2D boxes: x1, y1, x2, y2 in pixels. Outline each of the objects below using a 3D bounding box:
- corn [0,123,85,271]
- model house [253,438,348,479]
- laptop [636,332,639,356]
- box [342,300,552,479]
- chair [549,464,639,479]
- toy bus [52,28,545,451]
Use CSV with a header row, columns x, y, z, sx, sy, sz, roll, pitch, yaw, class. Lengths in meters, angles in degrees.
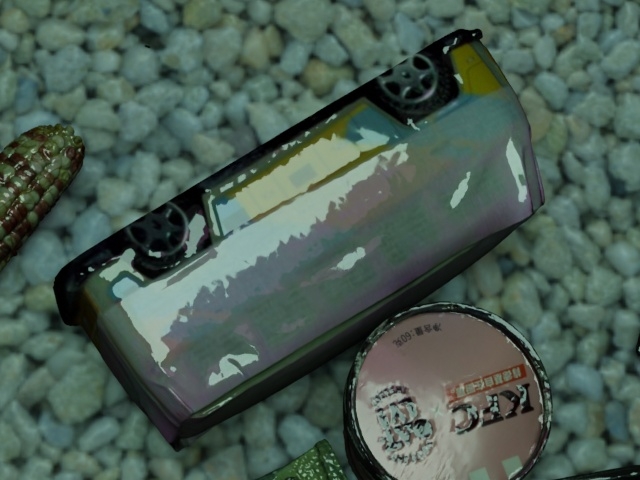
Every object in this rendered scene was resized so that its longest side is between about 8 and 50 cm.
x,y,z,sx,sy,sz,roll,pitch,yaw,class
-0.276,-0.003,1.420,0.079,0.079,0.237,38,69,9,corn
-0.015,0.203,1.373,0.083,0.066,0.079,-24,73,-11,model house
0.369,0.056,1.477,0.207,0.026,0.154,19,69,1,laptop
0.085,0.134,1.369,0.151,0.135,0.151,2,73,-7,box
0.224,0.369,1.252,0.226,0.226,0.401,-7,72,-7,chair
0.000,0.000,1.399,0.386,0.171,0.162,-32,87,-14,toy bus
